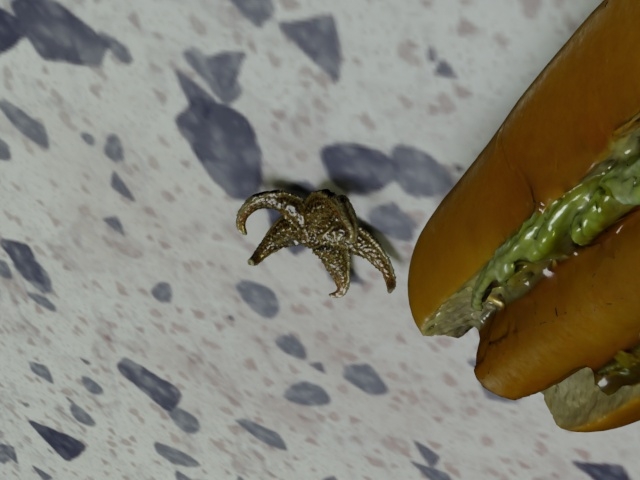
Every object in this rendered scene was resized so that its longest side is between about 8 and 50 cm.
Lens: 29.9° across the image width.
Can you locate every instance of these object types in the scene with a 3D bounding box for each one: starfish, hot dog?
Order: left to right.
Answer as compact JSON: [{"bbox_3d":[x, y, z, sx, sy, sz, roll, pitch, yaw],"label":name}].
[{"bbox_3d":[0.000,0.000,0.611,0.091,0.028,0.078,26,148,13],"label":"starfish"},{"bbox_3d":[0.133,-0.021,0.409,0.135,0.100,0.337,39,145,0],"label":"hot dog"}]
